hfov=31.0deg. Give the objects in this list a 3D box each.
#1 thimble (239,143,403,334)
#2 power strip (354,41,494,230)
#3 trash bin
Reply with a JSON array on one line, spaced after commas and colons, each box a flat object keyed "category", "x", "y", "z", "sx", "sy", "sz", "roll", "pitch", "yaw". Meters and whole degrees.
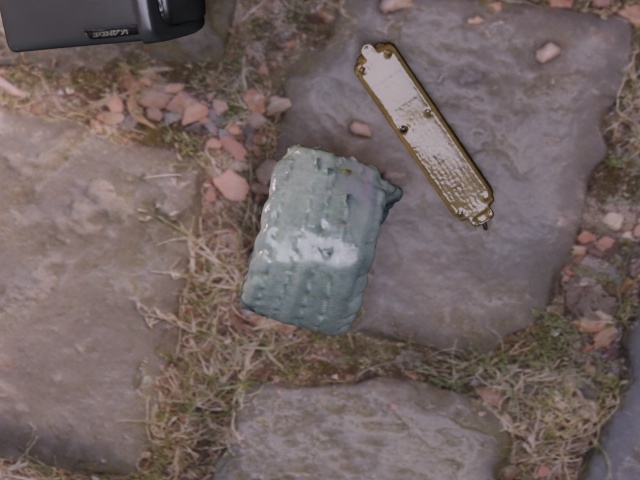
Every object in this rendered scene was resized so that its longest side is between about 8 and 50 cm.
[{"category": "thimble", "x": 0.000, "y": 0.000, "z": 1.520, "sx": 0.172, "sy": 0.205, "sz": 0.250, "roll": 17, "pitch": 115, "yaw": -3}, {"category": "power strip", "x": 0.144, "y": -0.139, "z": 1.551, "sx": 0.064, "sy": 0.044, "sz": 0.305, "roll": -33, "pitch": 103, "yaw": 13}, {"category": "trash bin", "x": -0.263, "y": -0.300, "z": 1.449, "sx": 0.236, "sy": 0.176, "sz": 0.101, "roll": -5, "pitch": 110, "yaw": 8}]
